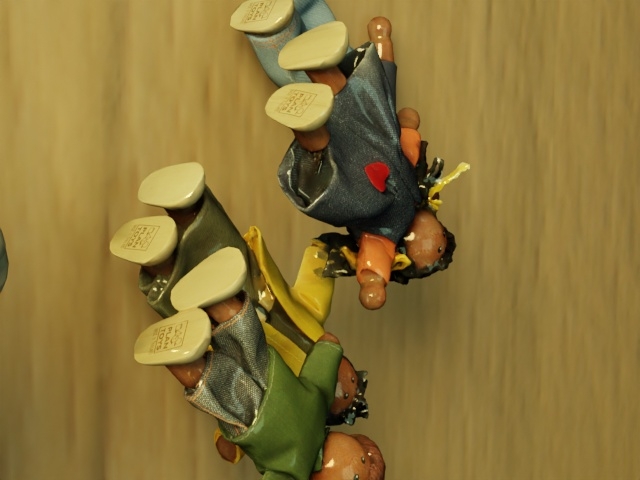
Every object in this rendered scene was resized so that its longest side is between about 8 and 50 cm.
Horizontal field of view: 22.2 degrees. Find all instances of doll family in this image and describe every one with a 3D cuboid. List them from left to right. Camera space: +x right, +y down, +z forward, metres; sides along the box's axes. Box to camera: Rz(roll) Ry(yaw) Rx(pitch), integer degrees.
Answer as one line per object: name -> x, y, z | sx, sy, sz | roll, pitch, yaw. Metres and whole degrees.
doll family -> 0.000, 0.000, 0.498 | 0.111, 0.076, 0.193 | 49, 57, -38

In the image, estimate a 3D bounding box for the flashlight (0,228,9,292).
flashlight -> -0.189, 0.071, 0.265 | 0.304, 0.103, 0.103 | -46, 164, -30
